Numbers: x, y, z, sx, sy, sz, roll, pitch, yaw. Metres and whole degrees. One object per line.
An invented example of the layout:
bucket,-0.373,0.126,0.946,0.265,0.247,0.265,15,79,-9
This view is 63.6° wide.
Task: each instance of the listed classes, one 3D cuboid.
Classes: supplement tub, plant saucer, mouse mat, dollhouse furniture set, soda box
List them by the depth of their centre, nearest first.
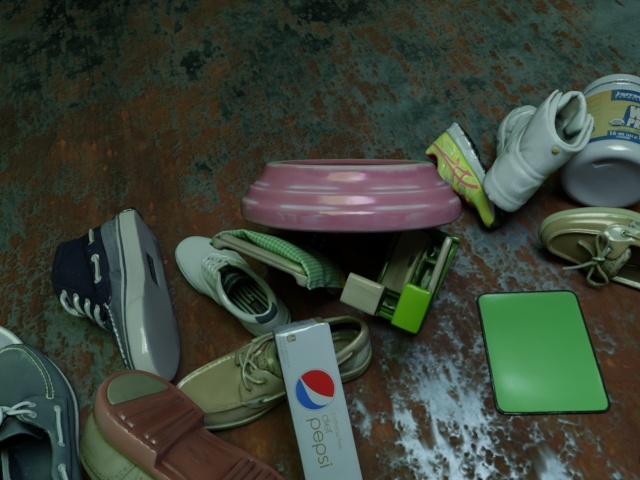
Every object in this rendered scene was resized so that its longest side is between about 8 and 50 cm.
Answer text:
soda box,-0.005,0.209,0.642,0.069,0.074,0.216,-13,89,-9
dollhouse furniture set,0.031,0.004,0.740,0.301,0.197,0.152,22,87,16
mouse mat,0.316,0.156,0.747,0.152,0.007,0.190,-3,55,6
plant saucer,0.044,-0.079,0.783,0.331,0.084,0.332,0,12,0
supplement tub,0.491,-0.168,0.869,0.144,0.144,0.200,13,58,17

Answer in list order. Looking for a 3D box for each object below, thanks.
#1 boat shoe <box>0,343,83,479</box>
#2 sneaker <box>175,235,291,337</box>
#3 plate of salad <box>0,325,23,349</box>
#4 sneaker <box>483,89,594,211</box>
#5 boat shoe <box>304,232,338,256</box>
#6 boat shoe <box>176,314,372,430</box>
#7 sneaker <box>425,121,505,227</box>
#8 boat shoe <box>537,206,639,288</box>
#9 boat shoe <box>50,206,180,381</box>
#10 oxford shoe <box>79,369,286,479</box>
boat shoe,-0.395,0.260,0.701,0.116,0.099,0.320,-20,56,-22
sneaker,-0.146,0.056,0.829,0.258,0.091,0.094,33,65,27
plate of salad,-0.551,0.220,0.787,0.199,0.048,0.200,7,57,-11
sneaker,0.374,-0.181,0.848,0.108,0.169,0.293,35,45,-3
boat shoe,-0.002,-0.001,0.883,0.048,0.042,0.133,23,62,18
boat shoe,-0.073,0.178,0.728,0.301,0.098,0.109,-16,54,-4
sneaker,0.251,-0.103,0.909,0.094,0.081,0.209,-31,59,22
boat shoe,0.469,0.026,0.758,0.284,0.105,0.089,13,54,16
boat shoe,-0.330,0.104,0.816,0.158,0.127,0.341,-24,47,-2
oxford shoe,-0.142,0.337,0.629,0.397,0.140,0.147,40,110,20
